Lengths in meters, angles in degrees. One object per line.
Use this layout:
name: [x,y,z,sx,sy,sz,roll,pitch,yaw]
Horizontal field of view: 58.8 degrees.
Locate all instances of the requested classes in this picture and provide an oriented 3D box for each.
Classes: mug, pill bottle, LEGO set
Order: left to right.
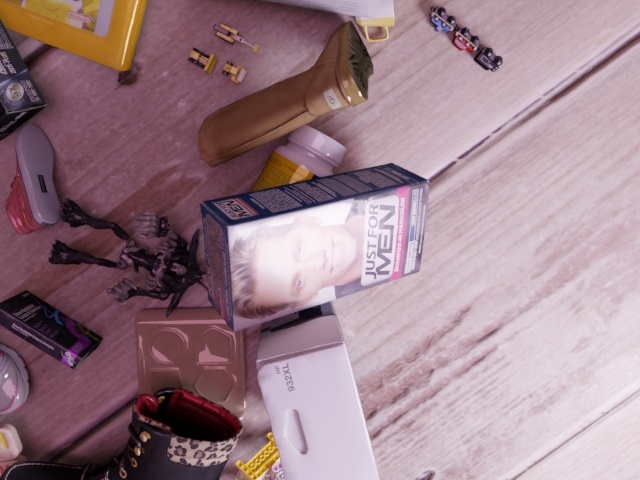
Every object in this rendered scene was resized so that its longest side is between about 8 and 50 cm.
pill bottle: [-0.049,-0.085,0.952,0.119,0.119,0.208,29,96,-7]
LEGO set: [-0.053,0.428,1.041,0.287,0.132,0.107,-9,132,-31]
mug: [0.089,-0.379,0.948,0.064,0.062,0.078,-6,92,5]

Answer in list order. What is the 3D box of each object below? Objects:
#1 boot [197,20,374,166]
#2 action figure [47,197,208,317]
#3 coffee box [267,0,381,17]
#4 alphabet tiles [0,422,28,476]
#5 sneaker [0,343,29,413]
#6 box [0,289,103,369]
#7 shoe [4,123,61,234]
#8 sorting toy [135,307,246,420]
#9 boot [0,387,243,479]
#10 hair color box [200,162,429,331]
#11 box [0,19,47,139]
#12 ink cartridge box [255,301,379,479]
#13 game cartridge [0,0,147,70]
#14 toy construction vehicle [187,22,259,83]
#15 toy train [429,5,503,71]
boot: [-0.056,-0.242,0.924,0.269,0.236,0.089,-19,120,22]
action figure: [-0.306,0.031,0.946,0.275,0.141,0.164,17,86,-4]
coffee box: [-0.036,-0.549,0.750,0.337,0.338,0.334,8,87,-5]
alphabet tiles: [-0.671,0.405,1.010,0.284,0.021,0.278,-7,111,-2]
sneaker: [-0.610,0.203,0.966,0.103,0.111,0.252,-37,99,3]
box: [-0.462,0.149,0.965,0.162,0.116,0.029,33,94,-8]
shoe: [-0.492,-0.100,0.951,0.081,0.063,0.178,-19,81,25]
sorting toy: [-0.234,0.226,1.034,0.193,0.038,0.208,-1,94,-3]
boot: [-0.335,0.380,0.966,0.377,0.138,0.284,20,112,-10]
hair color box: [0.000,0.000,0.882,0.347,0.105,0.174,-15,121,-28]
box: [-0.540,-0.257,0.887,0.147,0.077,0.180,-19,101,31]
ink cartridge box: [-0.010,0.225,0.906,0.129,0.307,0.223,-14,100,-1]
game cartridge: [-0.398,-0.466,0.872,0.285,0.053,0.324,19,112,-6]
toy construction vehicle: [-0.163,-0.316,0.953,0.098,0.035,0.086,30,96,-7]
toy train: [0.247,-0.345,0.979,0.158,0.027,0.036,37,106,-8]
